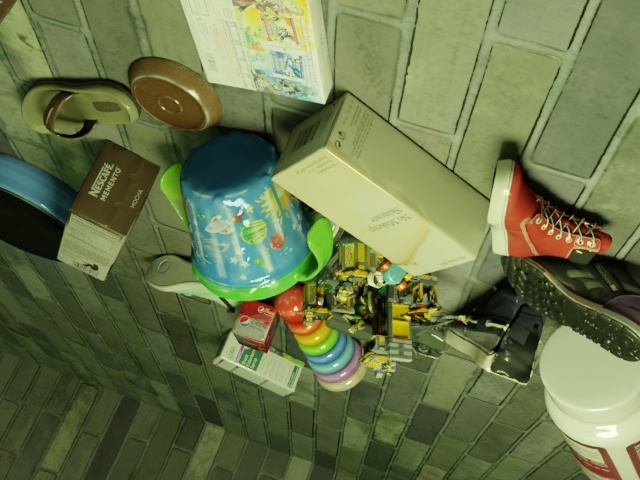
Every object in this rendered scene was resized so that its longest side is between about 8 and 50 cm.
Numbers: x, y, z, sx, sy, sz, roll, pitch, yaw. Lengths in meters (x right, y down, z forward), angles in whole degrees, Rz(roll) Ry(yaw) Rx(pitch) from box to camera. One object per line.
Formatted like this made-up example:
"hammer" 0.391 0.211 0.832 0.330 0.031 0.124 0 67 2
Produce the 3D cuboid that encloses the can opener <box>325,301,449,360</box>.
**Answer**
"can opener" 0.152 0.195 1.758 0.280 0.074 0.093 15 118 9

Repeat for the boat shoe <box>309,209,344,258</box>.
"boat shoe" 0.000 0.000 1.505 0.079 0.084 0.233 -10 157 -27

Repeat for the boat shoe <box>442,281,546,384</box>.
"boat shoe" 0.339 0.157 1.497 0.127 0.158 0.340 21 -178 -10

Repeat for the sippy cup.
"sippy cup" -0.133 -0.053 1.341 0.305 0.240 0.224 -7 138 5

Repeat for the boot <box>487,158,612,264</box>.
"boot" 0.341 -0.038 1.156 0.176 0.088 0.244 9 159 22

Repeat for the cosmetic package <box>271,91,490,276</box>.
"cosmetic package" 0.098 -0.077 1.227 0.309 0.113 0.160 34 151 -21

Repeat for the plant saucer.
"plant saucer" -0.242 -0.230 1.284 0.168 0.029 0.168 16 153 8

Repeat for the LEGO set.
"LEGO set" 0.096 0.152 1.504 0.254 0.192 0.331 12 154 -23

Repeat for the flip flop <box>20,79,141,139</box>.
"flip flop" -0.435 -0.220 1.385 0.277 0.080 0.112 4 148 31

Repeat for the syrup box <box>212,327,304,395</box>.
"syrup box" -0.177 0.348 2.233 0.236 0.093 0.096 28 153 -12

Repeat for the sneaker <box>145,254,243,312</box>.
"sneaker" -0.296 0.111 1.884 0.255 0.094 0.151 5 152 32

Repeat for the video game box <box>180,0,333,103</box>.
"video game box" -0.085 -0.280 1.055 0.187 0.048 0.205 16 153 15

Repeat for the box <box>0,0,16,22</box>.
"box" -0.529 -0.356 1.067 0.168 0.203 0.167 -3 144 38

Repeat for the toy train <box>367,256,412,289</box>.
"toy train" 0.105 0.005 1.348 0.125 0.166 0.046 9 164 -35

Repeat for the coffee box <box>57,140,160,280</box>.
"coffee box" -0.438 -0.052 1.603 0.118 0.168 0.297 27 152 -12

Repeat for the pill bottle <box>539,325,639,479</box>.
"pill bottle" 0.557 0.316 1.495 0.224 0.224 0.392 2 147 33

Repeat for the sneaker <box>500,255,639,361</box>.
"sneaker" 0.434 0.076 1.284 0.283 0.124 0.107 36 154 31

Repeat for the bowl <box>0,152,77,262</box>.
"bowl" -0.710 -0.069 1.870 0.391 0.077 0.391 17 153 9

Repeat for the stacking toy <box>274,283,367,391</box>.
"stacking toy" -0.005 0.216 1.849 0.141 0.141 0.330 3 141 33

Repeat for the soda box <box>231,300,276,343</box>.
"soda box" -0.155 0.210 1.908 0.083 0.092 0.263 20 167 2
